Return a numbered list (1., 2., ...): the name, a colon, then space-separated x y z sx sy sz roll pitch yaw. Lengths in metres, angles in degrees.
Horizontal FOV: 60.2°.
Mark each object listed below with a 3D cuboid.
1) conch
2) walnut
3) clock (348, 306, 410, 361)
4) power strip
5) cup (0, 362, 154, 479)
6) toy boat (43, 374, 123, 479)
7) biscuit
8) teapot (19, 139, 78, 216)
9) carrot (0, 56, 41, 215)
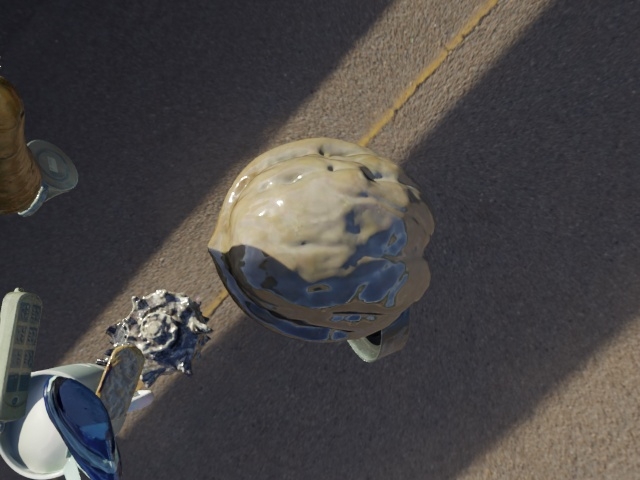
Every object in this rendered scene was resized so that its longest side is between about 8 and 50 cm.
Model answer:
1. conch: -0.426 0.245 1.416 0.313 0.186 0.240 -24 112 22
2. walnut: 0.000 0.000 0.553 0.224 0.224 0.224 1 98 9
3. clock: 0.089 0.079 1.248 0.077 0.386 0.385 -14 96 -14
4. power strip: -0.473 0.186 0.852 0.029 0.080 0.226 3 77 -2
5. cup: -0.622 0.452 1.481 0.357 0.274 0.259 -11 85 -1
6. toy boat: -0.429 0.334 0.955 0.292 0.070 0.210 -27 86 48
7. biscuit: -0.389 0.275 1.068 0.071 0.018 0.147 28 68 -34
8. teapot: -0.792 -0.167 1.533 0.149 0.162 0.239 -28 52 19
9. carrot: -0.275 -0.080 0.464 0.078 0.298 0.078 6 78 -27
